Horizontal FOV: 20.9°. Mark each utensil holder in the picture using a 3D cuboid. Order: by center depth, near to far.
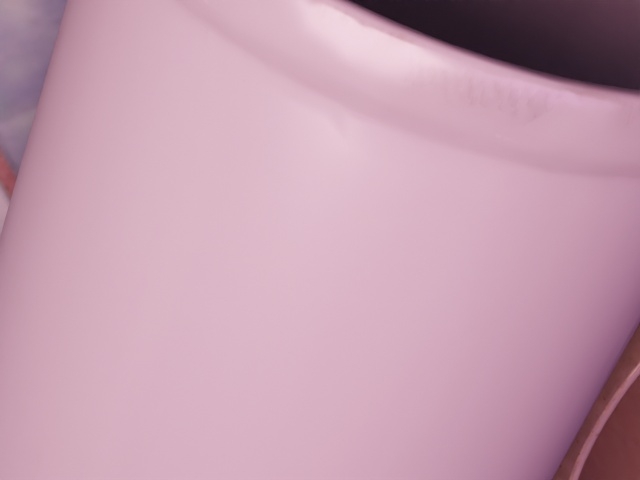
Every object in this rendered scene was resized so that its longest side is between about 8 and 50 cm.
[{"bbox_3d":[0.000,0.000,0.875,0.328,0.327,0.385,1,128,-33],"label":"utensil holder"}]

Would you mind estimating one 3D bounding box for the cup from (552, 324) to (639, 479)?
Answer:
[{"bbox_3d":[0.229,0.048,1.116,0.331,0.237,0.331,-18,133,-20],"label":"cup"}]
